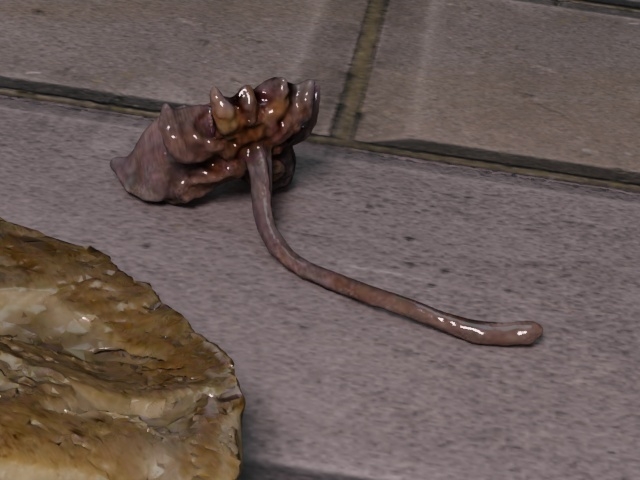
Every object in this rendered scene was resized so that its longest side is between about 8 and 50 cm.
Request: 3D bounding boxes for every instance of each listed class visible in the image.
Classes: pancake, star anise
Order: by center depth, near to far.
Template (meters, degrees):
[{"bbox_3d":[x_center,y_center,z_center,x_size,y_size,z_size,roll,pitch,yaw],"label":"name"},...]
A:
[{"bbox_3d":[-0.216,0.068,0.690,0.387,0.082,0.387,7,17,-2],"label":"pancake"},{"bbox_3d":[0.000,0.000,0.989,0.148,0.218,0.227,22,45,-62],"label":"star anise"}]
